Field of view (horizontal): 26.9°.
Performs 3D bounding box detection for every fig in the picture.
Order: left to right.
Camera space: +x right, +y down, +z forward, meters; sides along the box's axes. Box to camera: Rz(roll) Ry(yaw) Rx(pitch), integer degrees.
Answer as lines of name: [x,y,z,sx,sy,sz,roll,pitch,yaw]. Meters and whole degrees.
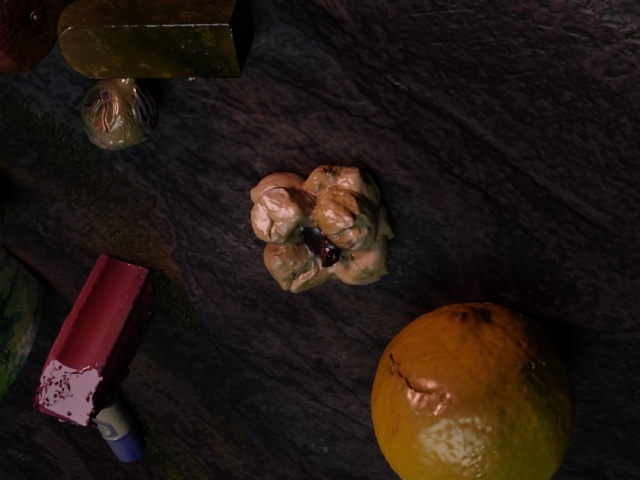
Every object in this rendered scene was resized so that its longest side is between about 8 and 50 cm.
fig: [-0.391,-0.285,1.608,0.134,0.146,0.201,36,175,-36]

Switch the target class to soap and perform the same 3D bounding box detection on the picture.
soap: [-0.322,0.155,1.935,0.099,0.250,0.162,20,138,1]

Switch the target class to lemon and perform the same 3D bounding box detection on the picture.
lemon: [0.200,0.218,1.756,0.293,0.293,0.293,13,139,11]

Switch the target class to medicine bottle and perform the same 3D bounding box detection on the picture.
medicine bottle: [-0.361,0.280,2.236,0.059,0.059,0.230,-1,134,26]

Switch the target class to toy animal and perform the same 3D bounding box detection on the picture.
toy animal: [-0.239,-0.175,1.671,0.098,0.098,0.137,29,114,-8]

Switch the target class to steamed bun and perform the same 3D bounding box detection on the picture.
steamed bun: [0.000,0.000,1.730,0.178,0.106,0.192,1,137,25]

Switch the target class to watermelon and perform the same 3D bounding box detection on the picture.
watermelon: [-0.575,0.065,2.041,0.222,0.319,0.292,-39,124,9]

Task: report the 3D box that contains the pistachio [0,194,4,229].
pistachio: [-0.553,-0.068,1.899,0.226,0.136,0.135,23,140,9]

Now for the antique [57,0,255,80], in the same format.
antique: [-0.194,-0.242,1.555,0.221,0.080,0.081,2,135,14]
